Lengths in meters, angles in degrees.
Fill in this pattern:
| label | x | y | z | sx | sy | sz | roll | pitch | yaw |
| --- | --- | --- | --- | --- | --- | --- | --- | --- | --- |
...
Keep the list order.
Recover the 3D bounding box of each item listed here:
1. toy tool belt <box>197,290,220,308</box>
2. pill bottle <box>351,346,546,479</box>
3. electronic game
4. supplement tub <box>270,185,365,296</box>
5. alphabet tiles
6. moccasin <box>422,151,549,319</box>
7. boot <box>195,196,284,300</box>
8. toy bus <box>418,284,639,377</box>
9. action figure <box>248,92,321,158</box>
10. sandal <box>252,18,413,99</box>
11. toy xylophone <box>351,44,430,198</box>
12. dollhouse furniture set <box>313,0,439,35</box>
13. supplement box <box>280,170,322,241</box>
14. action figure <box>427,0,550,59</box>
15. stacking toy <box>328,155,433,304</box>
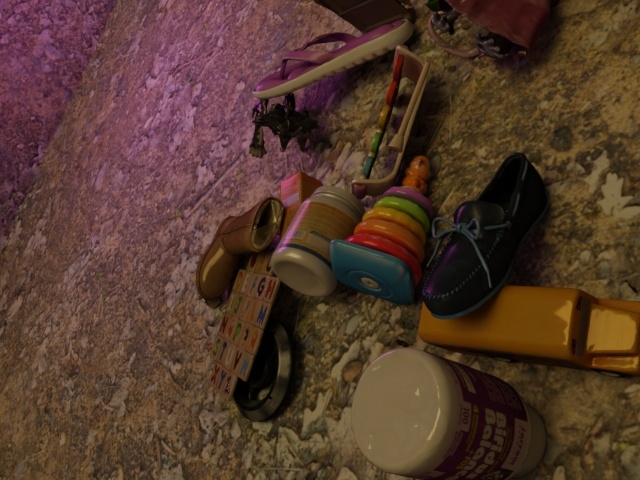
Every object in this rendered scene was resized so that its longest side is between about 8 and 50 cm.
| label | x | y | z | sx | sy | sz | roll | pitch | yaw |
| --- | --- | --- | --- | --- | --- | --- | --- | --- | --- |
| toy tool belt | -0.288 | 0.133 | 1.786 | 0.052 | 0.051 | 0.083 | -47 | 44 | 19 |
| pill bottle | 0.199 | 0.267 | 1.018 | 0.169 | 0.301 | 0.169 | -23 | 56 | 39 |
| electronic game | -0.130 | 0.282 | 1.550 | 0.229 | 0.048 | 0.229 | -23 | 60 | 47 |
| supplement tub | 0.000 | 0.000 | 1.447 | 0.144 | 0.144 | 0.200 | -6 | 47 | 45 |
| alphabet tiles | -0.178 | 0.183 | 1.607 | 0.285 | 0.011 | 0.342 | 6 | 76 | 67 |
| moccasin | 0.250 | -0.018 | 1.130 | 0.137 | 0.117 | 0.342 | -2 | 36 | 41 |
| boot | -0.197 | 0.023 | 1.659 | 0.269 | 0.089 | 0.236 | -13 | 60 | 62 |
| toy bus | 0.325 | 0.131 | 1.083 | 0.332 | 0.130 | 0.108 | -1 | 71 | 46 |
| action figure | -0.092 | -0.269 | 1.690 | 0.276 | 0.164 | 0.141 | -110 | 20 | -62 |
| sandal | 0.015 | -0.445 | 1.643 | 0.416 | 0.102 | 0.169 | -16 | 22 | 23 |
| toy xylophone | 0.147 | -0.242 | 1.412 | 0.081 | 0.236 | 0.323 | 18 | 74 | 6 |
| dollhouse furniture set | 0.160 | -0.595 | 1.558 | 0.301 | 0.197 | 0.151 | -7 | 68 | 44 |
| supplement box | -0.044 | -0.035 | 1.592 | 0.080 | 0.078 | 0.233 | -26 | 54 | 36 |
| action figure | 0.406 | -0.498 | 1.317 | 0.370 | 0.248 | 0.276 | -49 | -1 | 0 |
| stacking toy | 0.153 | -0.041 | 1.356 | 0.165 | 0.175 | 0.302 | 17 | 64 | 21 |
